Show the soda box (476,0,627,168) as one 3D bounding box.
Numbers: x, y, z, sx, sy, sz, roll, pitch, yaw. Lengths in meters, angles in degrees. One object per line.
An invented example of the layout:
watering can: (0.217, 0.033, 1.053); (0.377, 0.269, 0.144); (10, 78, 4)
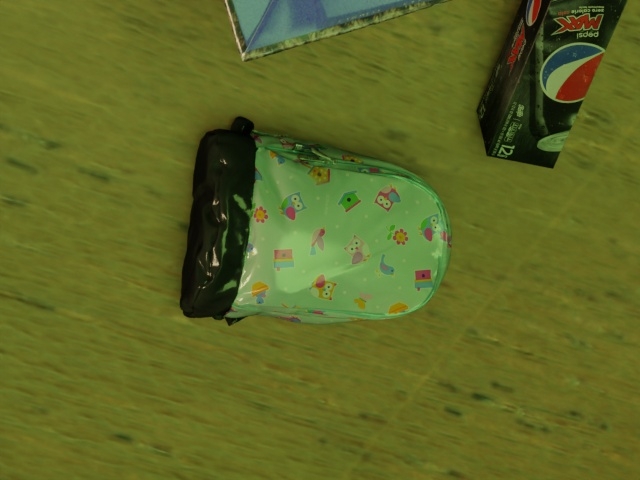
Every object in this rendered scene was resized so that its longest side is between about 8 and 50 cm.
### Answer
soda box: (0.164, -0.135, 1.311); (0.053, 0.060, 0.169); (9, 128, -13)

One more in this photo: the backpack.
backpack: (0.000, 0.000, 1.320); (0.182, 0.115, 0.152); (8, 97, -13)

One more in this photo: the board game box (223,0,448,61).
board game box: (-0.005, -0.260, 1.168); (0.141, 0.291, 0.232); (-15, 103, 6)
